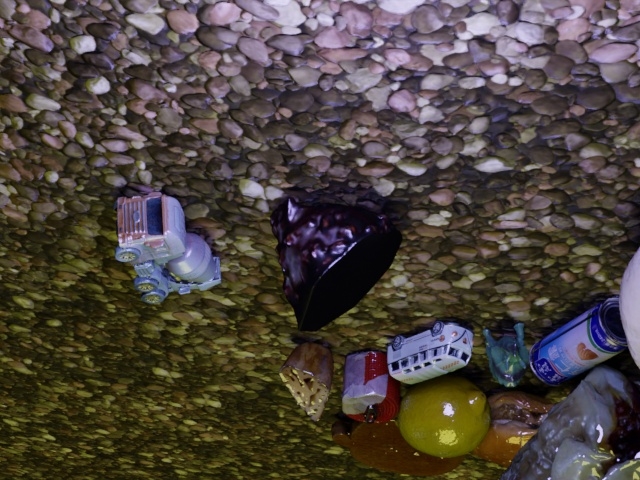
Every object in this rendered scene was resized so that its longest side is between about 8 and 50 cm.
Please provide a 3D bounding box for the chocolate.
[{"bbox_3d":[0.000,0.000,1.547,0.177,0.206,0.224,46,145,21],"label":"chocolate"}]

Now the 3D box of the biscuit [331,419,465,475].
[{"bbox_3d":[0.200,0.492,2.394,0.350,0.070,0.394,11,150,-3],"label":"biscuit"}]

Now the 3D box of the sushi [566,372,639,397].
[{"bbox_3d":[0.638,0.362,2.015,0.241,0.108,0.161,23,143,-2],"label":"sushi"}]

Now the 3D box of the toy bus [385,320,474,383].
[{"bbox_3d":[0.219,0.226,1.905,0.087,0.089,0.194,27,144,-32],"label":"toy bus"}]

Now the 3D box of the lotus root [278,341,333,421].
[{"bbox_3d":[-0.012,0.282,2.016,0.095,0.135,0.159,-14,131,31],"label":"lotus root"}]

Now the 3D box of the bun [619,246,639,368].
[{"bbox_3d":[0.628,0.086,1.430,0.365,0.219,0.365,13,141,11],"label":"bun"}]

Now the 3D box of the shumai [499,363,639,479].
[{"bbox_3d":[0.545,0.409,1.824,0.394,0.395,0.348,6,113,3],"label":"shumai"}]

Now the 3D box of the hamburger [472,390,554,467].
[{"bbox_3d":[0.415,0.437,2.176,0.156,0.144,0.283,11,152,-6],"label":"hamburger"}]

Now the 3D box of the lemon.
[{"bbox_3d":[0.263,0.385,2.083,0.184,0.184,0.248,29,143,-33],"label":"lemon"}]

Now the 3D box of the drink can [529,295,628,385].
[{"bbox_3d":[0.490,0.190,1.777,0.097,0.097,0.235,16,149,-16],"label":"drink can"}]

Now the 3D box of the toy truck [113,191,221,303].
[{"bbox_3d":[-0.259,0.016,1.635,0.140,0.108,0.257,-9,151,2],"label":"toy truck"}]

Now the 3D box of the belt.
[{"bbox_3d":[0.111,0.330,2.076,0.128,0.124,0.201,3,151,4],"label":"belt"}]

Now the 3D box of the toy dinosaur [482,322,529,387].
[{"bbox_3d":[0.367,0.229,1.901,0.079,0.120,0.292,-7,173,3],"label":"toy dinosaur"}]
